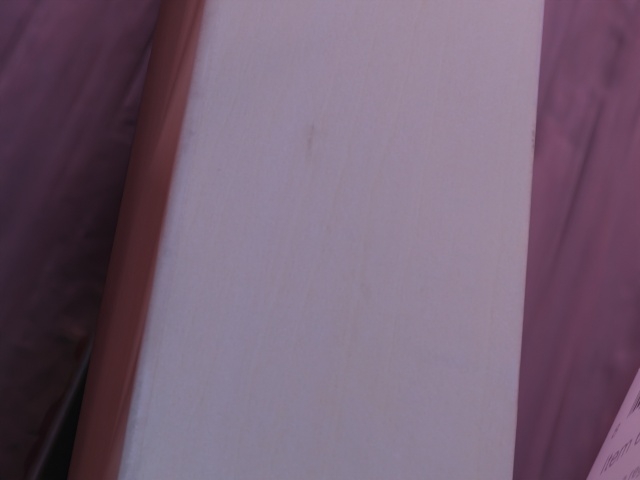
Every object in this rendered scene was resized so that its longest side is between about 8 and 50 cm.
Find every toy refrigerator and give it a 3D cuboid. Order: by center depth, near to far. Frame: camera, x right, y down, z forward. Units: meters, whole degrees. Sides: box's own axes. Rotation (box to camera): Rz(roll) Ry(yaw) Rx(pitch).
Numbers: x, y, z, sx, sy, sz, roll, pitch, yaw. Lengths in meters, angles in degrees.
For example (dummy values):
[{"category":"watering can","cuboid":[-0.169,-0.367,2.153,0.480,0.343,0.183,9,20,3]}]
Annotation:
[{"category":"toy refrigerator","cuboid":[0.000,0.000,0.465,0.094,0.102,0.270,14,59,-11]}]

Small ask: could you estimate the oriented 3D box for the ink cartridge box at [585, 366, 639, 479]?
[{"category":"ink cartridge box","cuboid":[0.223,-0.030,0.451,0.160,0.279,0.385,32,58,-1]}]
